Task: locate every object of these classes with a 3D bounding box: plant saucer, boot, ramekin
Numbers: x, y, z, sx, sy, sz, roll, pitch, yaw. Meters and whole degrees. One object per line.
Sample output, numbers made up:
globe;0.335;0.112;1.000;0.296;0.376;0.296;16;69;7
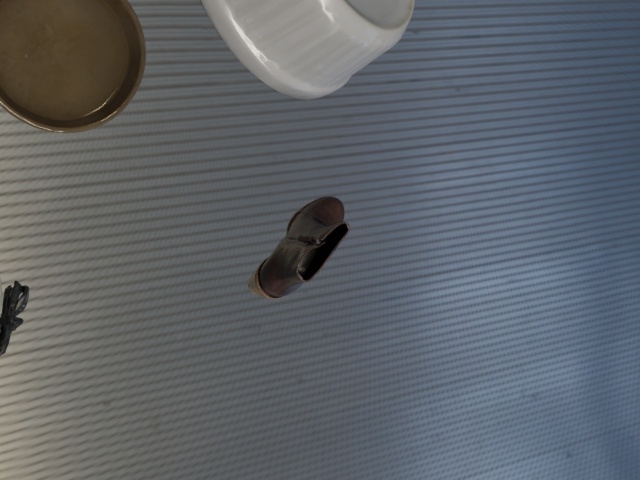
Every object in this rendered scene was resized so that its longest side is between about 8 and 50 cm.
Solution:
plant saucer;-0.430;-0.317;1.373;0.277;0.041;0.278;-3;96;-26
boot;0.000;0.000;1.345;0.090;0.207;0.248;49;61;-12
ramekin;-0.008;-0.301;0.895;0.272;0.127;0.273;24;58;-45

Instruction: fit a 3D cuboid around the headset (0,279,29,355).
headset;-0.613;0.081;1.118;0.394;0.185;0.243;16;140;-7

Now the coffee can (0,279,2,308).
coffee can;-0.403;0.063;0.677;0.201;0.275;0.202;0;94;-4
